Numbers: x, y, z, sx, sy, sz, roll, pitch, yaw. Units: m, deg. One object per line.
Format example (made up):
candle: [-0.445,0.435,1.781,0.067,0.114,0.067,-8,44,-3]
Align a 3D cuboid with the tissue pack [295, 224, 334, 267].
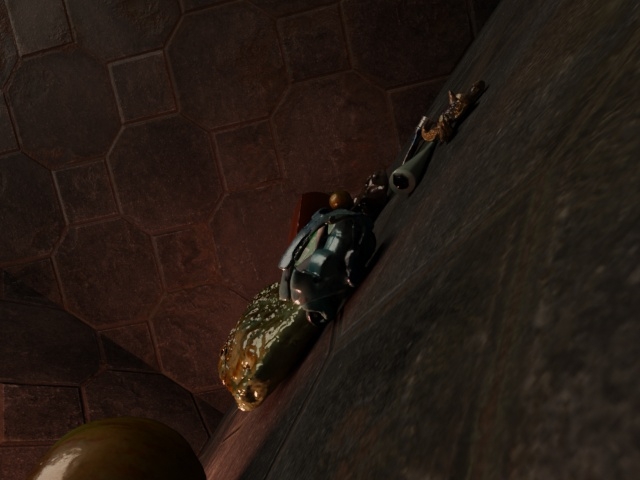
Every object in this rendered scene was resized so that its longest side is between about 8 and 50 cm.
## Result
tissue pack: [0.048,0.047,1.357,0.209,0.156,0.148,-55,36,-10]

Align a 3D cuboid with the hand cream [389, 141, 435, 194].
hand cream: [0.263,-0.212,1.161,0.109,0.067,0.320,-58,-6,37]

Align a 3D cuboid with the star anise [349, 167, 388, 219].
star anise: [0.173,-0.129,1.605,0.315,0.108,0.315,-57,-1,-1]

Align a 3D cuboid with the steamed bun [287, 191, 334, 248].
steamed bun: [0.000,0.000,1.761,0.235,0.248,0.379,122,157,-57]

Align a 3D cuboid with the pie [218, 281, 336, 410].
pie: [-0.135,0.270,1.166,0.395,0.180,0.418,-56,12,-22]

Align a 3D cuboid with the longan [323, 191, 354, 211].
longan: [0.055,-0.090,2.054,0.297,0.297,0.297,-57,0,0]

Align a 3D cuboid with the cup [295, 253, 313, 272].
cup: [-0.023,0.080,1.049,0.104,0.074,0.116,-30,2,43]

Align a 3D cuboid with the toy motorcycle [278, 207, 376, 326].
toy motorcycle: [0.016,0.049,0.927,0.154,0.206,0.260,20,72,50]

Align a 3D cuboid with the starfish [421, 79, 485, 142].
starfish: [0.322,-0.312,1.042,0.216,0.071,0.238,-51,7,-27]

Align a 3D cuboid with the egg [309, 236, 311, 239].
egg: [-0.023,0.089,1.500,0.168,0.168,0.230,-56,-36,-77]

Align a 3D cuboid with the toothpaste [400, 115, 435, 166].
toothpaste: [0.367,-0.362,1.676,0.266,0.061,0.096,-63,-1,12]

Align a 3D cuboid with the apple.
apple: [-0.378,0.527,0.751,0.400,0.334,0.400,-159,90,-76]

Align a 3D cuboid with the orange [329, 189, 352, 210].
orange: [0.075,-0.146,1.563,0.085,0.085,0.095,-57,7,-1]
